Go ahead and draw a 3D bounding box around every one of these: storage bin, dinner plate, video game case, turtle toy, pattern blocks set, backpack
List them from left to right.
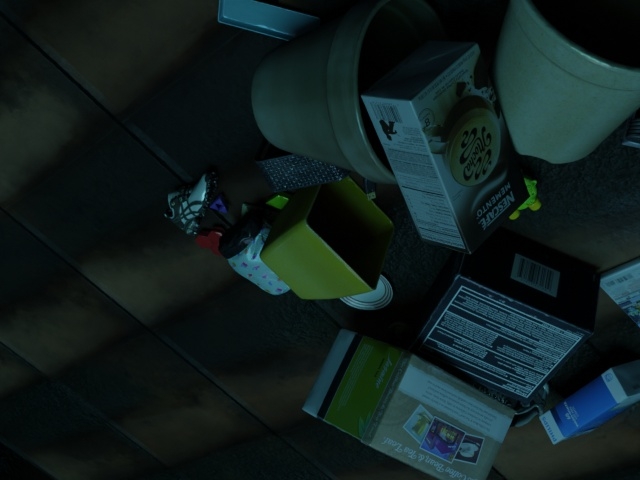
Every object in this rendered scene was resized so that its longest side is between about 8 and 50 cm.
[{"bbox_3d":[-0.121,0.032,2.068,0.182,0.115,0.152,38,131,-22],"label":"backpack"},{"bbox_3d":[-0.103,-0.007,2.125,0.325,0.026,0.285,26,136,-6],"label":"pattern blocks set"},{"bbox_3d":[-0.026,-0.174,1.861,0.180,0.122,0.084,-10,129,28],"label":"storage bin"},{"bbox_3d":[0.098,0.107,2.171,0.141,0.017,0.141,10,137,10],"label":"dinner plate"},{"bbox_3d":[0.366,-0.094,1.837,0.130,0.066,0.095,-25,121,38],"label":"turtle toy"},{"bbox_3d":[0.704,0.097,1.935,0.183,0.023,0.201,42,131,-21],"label":"video game case"}]

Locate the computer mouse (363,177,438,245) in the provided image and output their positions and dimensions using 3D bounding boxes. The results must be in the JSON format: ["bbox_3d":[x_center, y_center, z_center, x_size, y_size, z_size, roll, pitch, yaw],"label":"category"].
[{"bbox_3d":[0.183,-0.071,1.932,0.184,0.060,0.262,-2,132,21],"label":"computer mouse"}]

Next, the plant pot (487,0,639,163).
[{"bbox_3d":[0.405,-0.294,1.478,0.334,0.333,0.305,21,148,0],"label":"plant pot"}]

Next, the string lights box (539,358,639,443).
[{"bbox_3d":[0.635,0.368,2.142,0.133,0.076,0.259,-7,151,-36],"label":"string lights box"}]

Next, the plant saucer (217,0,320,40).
[{"bbox_3d":[-0.094,-0.408,1.731,0.192,0.018,0.067,15,137,4],"label":"plant saucer"}]

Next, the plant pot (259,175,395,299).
[{"bbox_3d":[0.000,0.000,1.951,0.187,0.212,0.212,-28,117,37],"label":"plant pot"}]

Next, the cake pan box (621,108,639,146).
[{"bbox_3d":[0.644,-0.168,1.548,0.267,0.246,0.070,14,93,6],"label":"cake pan box"}]

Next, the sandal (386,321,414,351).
[{"bbox_3d":[0.204,0.235,2.242,0.072,0.049,0.180,5,149,24],"label":"sandal"}]

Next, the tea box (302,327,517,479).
[{"bbox_3d":[0.196,0.384,2.132,0.329,0.220,0.323,31,171,-28],"label":"tea box"}]

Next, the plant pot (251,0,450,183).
[{"bbox_3d":[0.044,-0.258,1.648,0.280,0.323,0.323,3,136,38],"label":"plant pot"}]

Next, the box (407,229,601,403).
[{"bbox_3d":[0.382,0.154,1.990,0.296,0.182,0.294,24,137,-1],"label":"box"}]

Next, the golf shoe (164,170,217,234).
[{"bbox_3d":[-0.290,-0.090,2.077,0.094,0.077,0.198,27,135,-6],"label":"golf shoe"}]

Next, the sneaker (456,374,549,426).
[{"bbox_3d":[0.423,0.379,2.237,0.229,0.132,0.086,0,133,20],"label":"sneaker"}]

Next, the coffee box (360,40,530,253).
[{"bbox_3d":[0.206,-0.149,1.511,0.119,0.168,0.297,17,142,49],"label":"coffee box"}]
